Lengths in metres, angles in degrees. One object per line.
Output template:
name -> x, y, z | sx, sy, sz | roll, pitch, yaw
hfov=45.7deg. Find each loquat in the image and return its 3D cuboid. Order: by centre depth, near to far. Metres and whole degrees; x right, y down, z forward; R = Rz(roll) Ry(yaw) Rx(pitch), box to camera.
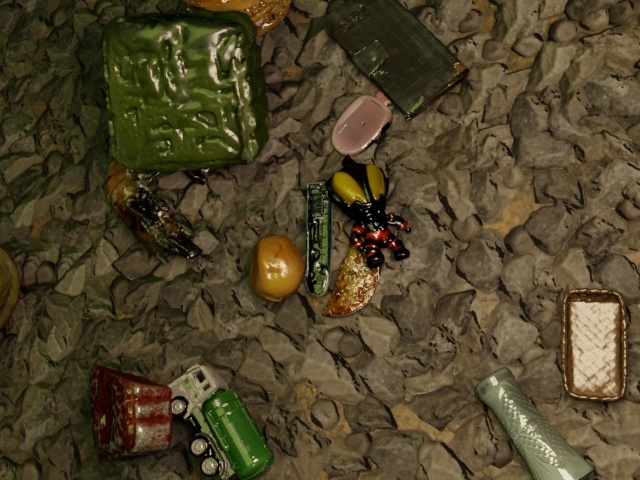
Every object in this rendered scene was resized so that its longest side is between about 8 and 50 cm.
loquat -> -0.088, 0.053, 1.506 | 0.113, 0.137, 0.137 | -8, 71, 3

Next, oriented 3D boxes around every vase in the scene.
vase -> 0.353, 0.322, 1.286 | 0.096, 0.096, 0.219 | -38, 63, 6

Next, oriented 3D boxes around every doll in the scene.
doll -> 0.095, -0.068, 1.498 | 0.088, 0.127, 0.249 | -41, 57, 42

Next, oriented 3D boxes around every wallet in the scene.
wallet -> 0.151, -0.405, 1.593 | 0.169, 0.044, 0.317 | -37, 67, -3

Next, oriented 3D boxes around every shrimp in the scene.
shrimp -> -0.343, -0.106, 1.680 | 0.233, 0.071, 0.365 | -45, 60, -4

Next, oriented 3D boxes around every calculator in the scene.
calculator -> 0.091, -0.248, 1.586 | 0.103, 0.024, 0.166 | 39, 88, 25

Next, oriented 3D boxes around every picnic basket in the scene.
picnic basket -> 0.470, 0.180, 1.304 | 0.110, 0.055, 0.193 | 0, 75, 21

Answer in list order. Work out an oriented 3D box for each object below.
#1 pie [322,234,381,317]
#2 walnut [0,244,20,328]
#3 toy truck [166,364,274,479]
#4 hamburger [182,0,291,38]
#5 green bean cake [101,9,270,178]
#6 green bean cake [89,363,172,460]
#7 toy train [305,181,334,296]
pie -> 0.073, 0.069, 1.494 | 0.088, 0.033, 0.191 | 17, 80, 19
walnut -> -0.808, 0.109, 1.684 | 0.283, 0.227, 0.283 | -2, 103, -9
toy truck -> -0.194, 0.357, 1.465 | 0.125, 0.101, 0.242 | -37, 68, 3
hamburger -> -0.193, -0.557, 1.688 | 0.245, 0.211, 0.260 | 14, 75, 17
green bean cake -> -0.278, -0.298, 1.555 | 0.319, 0.218, 0.335 | -5, 106, 7
green bean cake -> -0.376, 0.327, 1.486 | 0.232, 0.097, 0.198 | -24, 66, 51
toy train -> 0.000, 0.000, 1.530 | 0.052, 0.051, 0.234 | -5, 76, 19
